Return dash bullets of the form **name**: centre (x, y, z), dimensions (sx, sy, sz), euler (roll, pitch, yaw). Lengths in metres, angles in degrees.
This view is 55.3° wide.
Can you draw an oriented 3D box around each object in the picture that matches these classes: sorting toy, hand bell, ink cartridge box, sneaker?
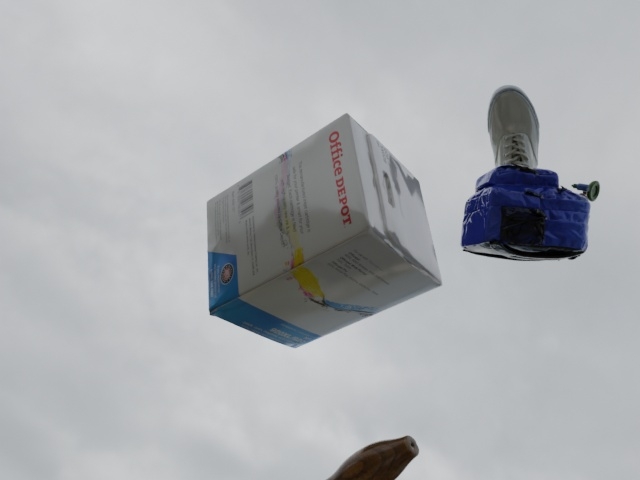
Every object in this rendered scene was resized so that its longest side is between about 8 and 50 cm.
- **sorting toy**: centre (0.624, -0.111, 1.461), dimensions (0.042, 0.102, 0.061), euler (20, -37, 48)
- **hand bell**: centre (-0.003, 0.249, 0.590), dimensions (0.242, 0.126, 0.126), euler (-38, -70, 24)
- **ink cartridge box**: centre (0.000, 0.000, 0.755), dimensions (0.232, 0.171, 0.168), euler (-27, -39, 27)
- **sneaker**: centre (0.368, -0.157, 1.138), dimensions (0.094, 0.091, 0.258), euler (-10, -65, 17)

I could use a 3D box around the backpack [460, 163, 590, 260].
- **backpack**: centre (0.225, -0.026, 0.654), dimensions (0.120, 0.101, 0.098), euler (8, 0, -3)
